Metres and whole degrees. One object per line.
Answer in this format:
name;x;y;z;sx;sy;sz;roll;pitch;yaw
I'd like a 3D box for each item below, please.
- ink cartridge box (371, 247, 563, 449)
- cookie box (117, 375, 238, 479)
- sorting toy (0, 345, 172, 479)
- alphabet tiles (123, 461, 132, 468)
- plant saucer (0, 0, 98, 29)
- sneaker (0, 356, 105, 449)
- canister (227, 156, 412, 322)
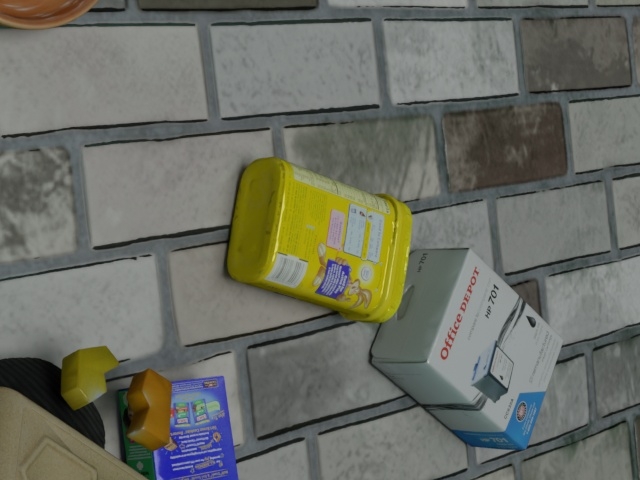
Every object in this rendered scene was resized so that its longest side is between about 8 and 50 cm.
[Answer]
ink cartridge box;0.156;0.114;1.460;0.191;0.082;0.139;42;60;-37
cookie box;-0.121;0.175;1.200;0.092;0.040;0.107;-2;81;-45
sorting toy;-0.161;0.196;1.011;0.229;0.041;0.307;39;34;-38
alphabet tiles;-0.161;0.289;1.187;0.237;0.009;0.198;16;77;-43
plant saucer;-0.245;-0.265;1.107;0.200;0.037;0.200;3;85;-45
sneaker;-0.280;0.199;1.014;0.122;0.146;0.330;50;29;-4
canister;0.000;0.000;1.315;0.170;0.073;0.126;19;75;-41
